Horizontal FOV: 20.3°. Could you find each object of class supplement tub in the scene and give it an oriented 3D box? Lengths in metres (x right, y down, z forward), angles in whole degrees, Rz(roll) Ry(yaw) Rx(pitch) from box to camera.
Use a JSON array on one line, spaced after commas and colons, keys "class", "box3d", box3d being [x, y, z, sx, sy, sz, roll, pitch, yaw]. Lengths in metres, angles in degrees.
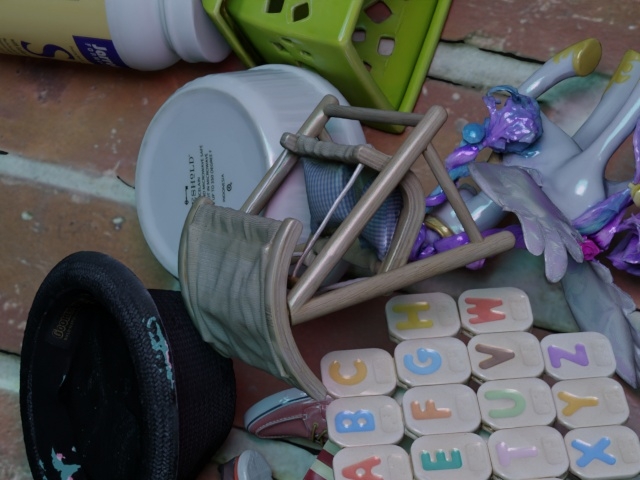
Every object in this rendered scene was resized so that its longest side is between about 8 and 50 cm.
[{"class": "supplement tub", "box3d": [-0.265, -0.325, 2.085, 0.331, 0.241, 0.241, 9, 70, 17]}]

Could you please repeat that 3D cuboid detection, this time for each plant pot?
[{"class": "plant pot", "box3d": [0.006, -0.278, 2.014, 0.207, 0.228, 0.227, 13, 72, 24]}]

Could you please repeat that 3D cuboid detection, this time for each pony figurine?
[{"class": "pony figurine", "box3d": [0.262, -0.045, 1.852, 0.363, 0.303, 0.351, -41, 36, -4]}]

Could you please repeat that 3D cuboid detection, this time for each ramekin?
[{"class": "ramekin", "box3d": [-0.084, -0.059, 1.922, 0.272, 0.127, 0.273, 0, 90, 42]}]

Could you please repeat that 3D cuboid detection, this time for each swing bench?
[{"class": "swing bench", "box3d": [0.000, 0.000, 1.690, 0.254, 0.253, 0.165, -36, 109, -16]}]

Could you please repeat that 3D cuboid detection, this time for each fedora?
[{"class": "fedora", "box3d": [-0.185, 0.169, 1.867, 0.152, 0.334, 0.334, -9, 57, -37]}]

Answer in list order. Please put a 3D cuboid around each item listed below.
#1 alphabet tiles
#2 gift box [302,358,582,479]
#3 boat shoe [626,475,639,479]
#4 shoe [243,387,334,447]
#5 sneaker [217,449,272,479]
[{"class": "alphabet tiles", "box3d": [0.144, 0.154, 1.624, 0.277, 0.021, 0.284, -4, 47, -4]}, {"class": "gift box", "box3d": [0.122, 0.288, 1.709, 0.258, 0.276, 0.255, 33, 96, 24]}, {"class": "boat shoe", "box3d": [0.309, 0.265, 1.813, 0.046, 0.038, 0.125, 7, 63, -29]}, {"class": "shoe", "box3d": [0.009, 0.198, 1.899, 0.178, 0.063, 0.081, -15, 60, 3]}, {"class": "sneaker", "box3d": [-0.083, 0.304, 1.894, 0.065, 0.061, 0.158, -19, 61, 35]}]
